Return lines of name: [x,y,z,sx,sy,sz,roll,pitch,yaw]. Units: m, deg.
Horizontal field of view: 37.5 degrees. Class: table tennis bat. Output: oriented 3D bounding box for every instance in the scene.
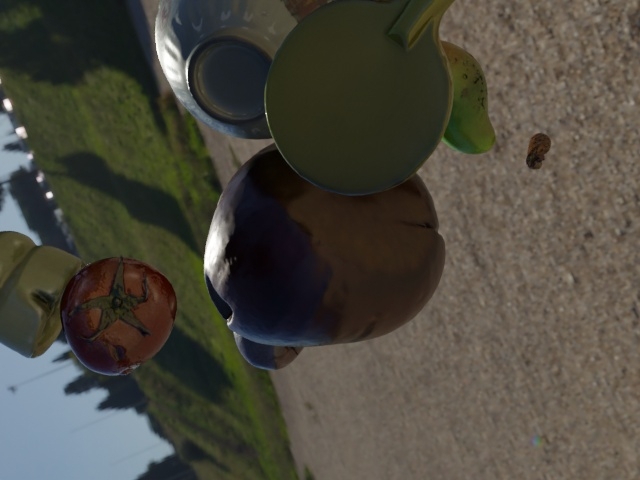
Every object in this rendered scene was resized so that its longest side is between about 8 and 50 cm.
table tennis bat: [0.081,-0.222,1.107,0.224,0.369,0.054,38,-163,5]

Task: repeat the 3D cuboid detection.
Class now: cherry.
cherry: [-0.108,0.194,2.030,0.176,0.176,0.140,63,-172,29]

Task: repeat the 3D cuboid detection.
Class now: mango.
mango: [0.223,-0.238,1.569,0.233,0.125,0.111,46,-153,-29]

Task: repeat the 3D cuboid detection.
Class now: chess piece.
chess piece: [-0.605,0.017,1.490,0.442,0.234,0.234,24,171,-3]

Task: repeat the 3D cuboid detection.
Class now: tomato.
tomato: [-0.283,0.104,1.334,0.167,0.167,0.167,158,90,-81]

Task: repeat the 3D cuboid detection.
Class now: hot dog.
hot dog: [0.389,-0.160,1.689,0.083,0.035,0.058,-61,-9,-58]

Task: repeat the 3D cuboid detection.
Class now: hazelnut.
hazelnut: [0.000,0.000,1.662,0.402,0.429,0.402,27,125,48]

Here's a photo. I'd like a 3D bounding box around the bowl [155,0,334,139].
bowl: [-0.117,-0.276,1.468,0.157,0.337,0.337,-73,-29,-55]
